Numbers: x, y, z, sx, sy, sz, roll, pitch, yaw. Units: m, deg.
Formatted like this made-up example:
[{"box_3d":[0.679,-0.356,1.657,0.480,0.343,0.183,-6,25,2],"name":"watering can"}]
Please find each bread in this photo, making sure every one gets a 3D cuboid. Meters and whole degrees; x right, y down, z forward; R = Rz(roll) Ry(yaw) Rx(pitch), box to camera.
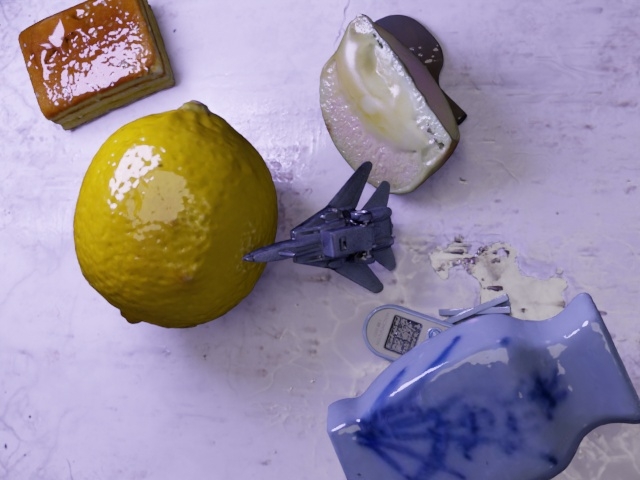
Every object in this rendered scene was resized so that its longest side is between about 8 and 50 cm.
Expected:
[{"box_3d":[-0.393,-0.322,1.609,0.234,0.110,0.184,-22,76,8],"name":"bread"}]

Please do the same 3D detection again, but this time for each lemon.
[{"box_3d":[-0.219,-0.031,1.416,0.336,0.336,0.335,-3,79,13],"name":"lemon"}]

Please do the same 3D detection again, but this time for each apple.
[{"box_3d":[0.103,-0.203,1.462,0.193,0.120,0.265,-41,79,38],"name":"apple"}]

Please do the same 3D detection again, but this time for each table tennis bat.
[{"box_3d":[0.154,-0.276,1.518,0.131,0.022,0.234,-41,71,3],"name":"table tennis bat"}]

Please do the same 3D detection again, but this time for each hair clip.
[{"box_3d":[0.240,0.110,1.420,0.115,0.039,0.030,-14,73,22],"name":"hair clip"}]

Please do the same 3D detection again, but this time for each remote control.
[{"box_3d":[0.182,0.166,1.410,0.244,0.047,0.087,19,92,15],"name":"remote control"}]

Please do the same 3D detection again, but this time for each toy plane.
[{"box_3d":[0.008,0.001,1.375,0.088,0.267,0.212,7,107,48],"name":"toy plane"}]

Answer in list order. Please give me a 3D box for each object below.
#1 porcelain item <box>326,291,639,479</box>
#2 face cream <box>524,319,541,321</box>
[{"box_3d":[0.223,0.236,1.283,0.405,0.178,0.242,-25,87,14],"name":"porcelain item"},{"box_3d":[0.321,0.163,1.390,0.040,0.021,0.083,4,80,14],"name":"face cream"}]
